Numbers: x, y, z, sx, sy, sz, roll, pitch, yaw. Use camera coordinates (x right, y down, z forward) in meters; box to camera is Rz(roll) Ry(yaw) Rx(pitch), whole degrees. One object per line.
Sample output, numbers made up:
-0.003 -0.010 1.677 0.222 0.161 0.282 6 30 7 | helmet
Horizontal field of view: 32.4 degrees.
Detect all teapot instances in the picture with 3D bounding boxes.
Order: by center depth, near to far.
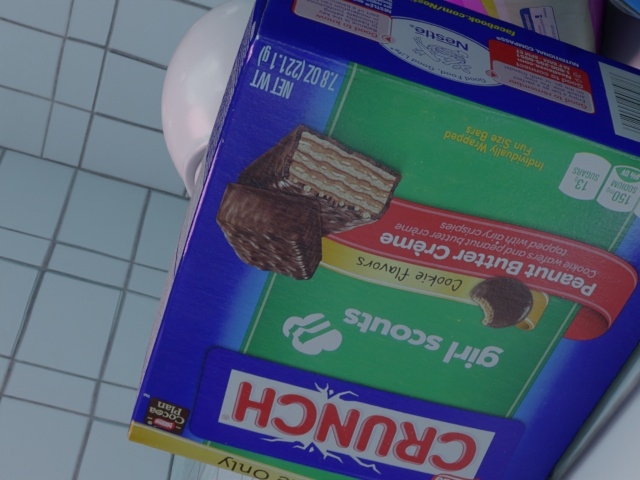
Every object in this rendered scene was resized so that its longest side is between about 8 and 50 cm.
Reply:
-0.036 -0.085 0.989 0.252 0.256 0.187 -11 48 30 | teapot

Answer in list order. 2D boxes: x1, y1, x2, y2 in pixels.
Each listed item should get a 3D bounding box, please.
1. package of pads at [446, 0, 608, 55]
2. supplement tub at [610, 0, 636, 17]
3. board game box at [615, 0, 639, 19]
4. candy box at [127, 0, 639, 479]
0.154 -0.268 0.756 0.229 0.101 0.297 45 -125 -66 | package of pads
0.210 -0.225 0.620 0.106 0.106 0.198 138 146 -72 | supplement tub
0.219 -0.283 0.425 0.308 0.086 0.302 -33 37 43 | board game box
0.046 0.022 0.678 0.122 0.268 0.317 -81 11 -52 | candy box
